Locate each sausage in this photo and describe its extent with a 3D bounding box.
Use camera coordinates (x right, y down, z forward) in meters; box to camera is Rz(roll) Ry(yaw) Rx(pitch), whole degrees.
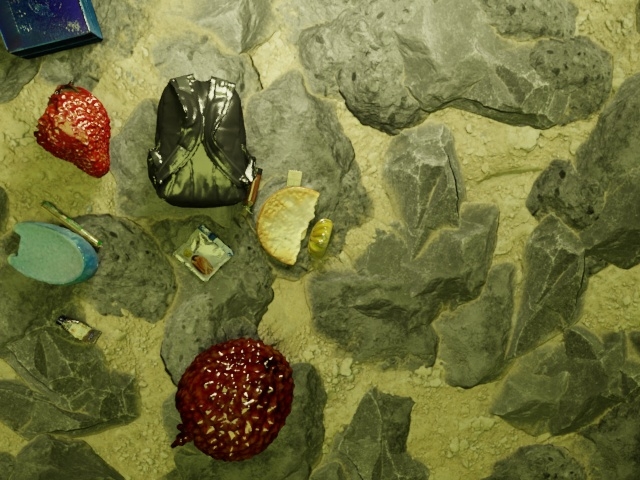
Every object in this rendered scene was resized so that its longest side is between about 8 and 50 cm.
[{"bbox_3d":[-0.920,-0.058,1.546,0.269,0.033,0.033,40,96,-11],"label":"sausage"}]

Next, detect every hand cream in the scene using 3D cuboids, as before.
[{"bbox_3d":[-0.942,0.346,1.626,0.163,0.039,0.062,32,81,-12],"label":"hand cream"}]

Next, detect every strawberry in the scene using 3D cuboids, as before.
[{"bbox_3d":[-0.797,-0.367,1.390,0.258,0.261,0.261,27,98,-27],"label":"strawberry"}]

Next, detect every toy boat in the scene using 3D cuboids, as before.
[{"bbox_3d":[-0.971,0.049,1.541,0.330,0.123,0.215,14,95,4],"label":"toy boat"}]

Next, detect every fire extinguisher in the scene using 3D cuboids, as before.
[{"bbox_3d":[-0.255,-0.186,1.567,0.062,0.050,0.177,13,101,-5],"label":"fire extinguisher"}]

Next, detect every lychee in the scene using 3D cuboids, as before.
[{"bbox_3d":[-0.327,0.587,1.525,0.500,0.425,0.424,-39,103,-17],"label":"lychee"}]

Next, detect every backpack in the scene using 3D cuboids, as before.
[{"bbox_3d":[-0.407,-0.331,1.429,0.364,0.255,0.445,-3,99,-10],"label":"backpack"}]

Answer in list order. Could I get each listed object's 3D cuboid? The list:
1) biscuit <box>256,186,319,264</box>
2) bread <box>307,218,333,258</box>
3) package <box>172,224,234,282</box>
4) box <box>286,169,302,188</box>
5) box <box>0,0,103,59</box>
[{"bbox_3d":[-0.138,-0.071,1.598,0.205,0.040,0.308,18,105,-8],"label":"biscuit"},{"bbox_3d":[0.000,0.000,1.606,0.083,0.094,0.157,16,108,-12],"label":"bread"},{"bbox_3d":[-0.451,0.051,1.610,0.171,0.027,0.173,43,99,-11],"label":"package"},{"bbox_3d":[-0.101,-0.224,1.584,0.053,0.024,0.083,7,99,-6],"label":"box"},{"bbox_3d":[-0.908,-0.768,1.366,0.279,0.116,0.261,-14,103,0],"label":"box"}]
